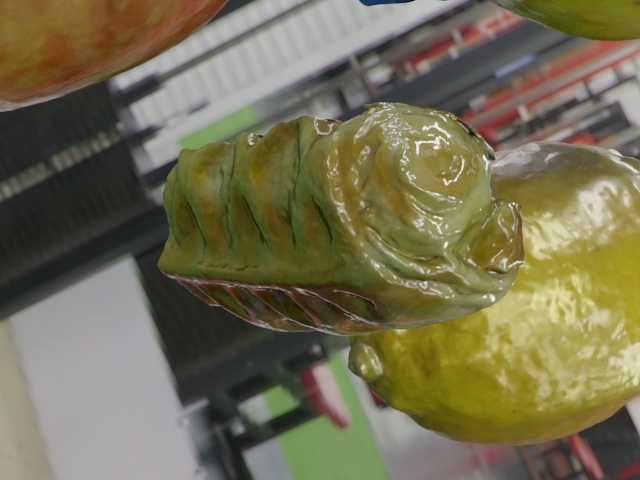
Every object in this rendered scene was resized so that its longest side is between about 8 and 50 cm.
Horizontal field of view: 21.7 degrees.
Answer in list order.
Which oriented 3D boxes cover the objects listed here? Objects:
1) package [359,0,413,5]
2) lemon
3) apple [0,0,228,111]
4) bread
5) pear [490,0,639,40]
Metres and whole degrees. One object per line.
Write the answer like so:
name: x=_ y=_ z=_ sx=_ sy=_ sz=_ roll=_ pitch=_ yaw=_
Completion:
package: x=0.097 y=-0.268 z=1.443 sx=0.173 sy=0.171 sz=0.027 roll=67 pitch=23 yaw=-53
lemon: x=0.184 y=0.054 z=1.505 sx=0.285 sy=0.316 sz=0.285 roll=39 pitch=-9 yaw=8
apple: x=-0.130 y=-0.181 z=0.545 sx=0.264 sy=0.264 sz=0.264 roll=61 pitch=9 yaw=-17
bread: x=0.000 y=0.000 z=0.847 sx=0.128 sy=0.232 sz=0.088 roll=46 pitch=60 yaw=-22
pear: x=0.163 y=-0.281 z=1.013 sx=0.375 sy=0.287 sz=0.287 roll=53 pitch=0 yaw=40
